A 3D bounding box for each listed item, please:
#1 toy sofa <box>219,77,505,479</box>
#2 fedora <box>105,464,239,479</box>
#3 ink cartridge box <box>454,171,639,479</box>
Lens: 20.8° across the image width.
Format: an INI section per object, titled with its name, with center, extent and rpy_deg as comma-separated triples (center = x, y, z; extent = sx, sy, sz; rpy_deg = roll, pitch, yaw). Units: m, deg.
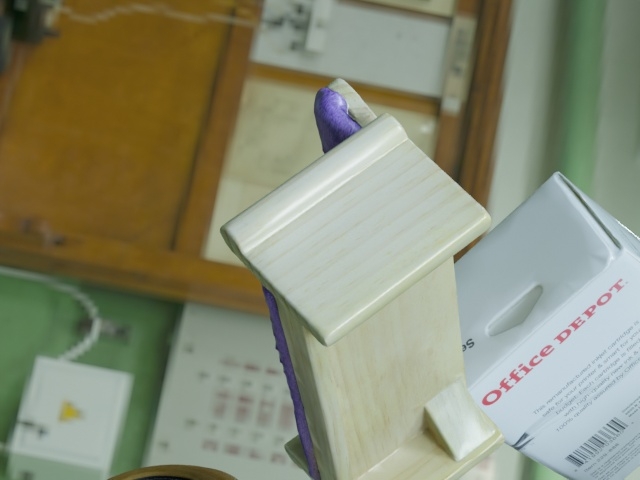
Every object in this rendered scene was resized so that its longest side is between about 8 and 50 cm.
[toy sofa]
center = 0.024, 0.062, 1.313
extent = 0.150, 0.177, 0.362
rpy_deg = -36, 150, -15
[fedora]
center = -0.153, 0.288, 1.669
extent = 0.194, 0.194, 0.079
rpy_deg = -80, 164, -67
[ink cartridge box]
center = 0.238, 0.092, 1.596
extent = 0.211, 0.289, 0.121
rpy_deg = -43, -132, 12
